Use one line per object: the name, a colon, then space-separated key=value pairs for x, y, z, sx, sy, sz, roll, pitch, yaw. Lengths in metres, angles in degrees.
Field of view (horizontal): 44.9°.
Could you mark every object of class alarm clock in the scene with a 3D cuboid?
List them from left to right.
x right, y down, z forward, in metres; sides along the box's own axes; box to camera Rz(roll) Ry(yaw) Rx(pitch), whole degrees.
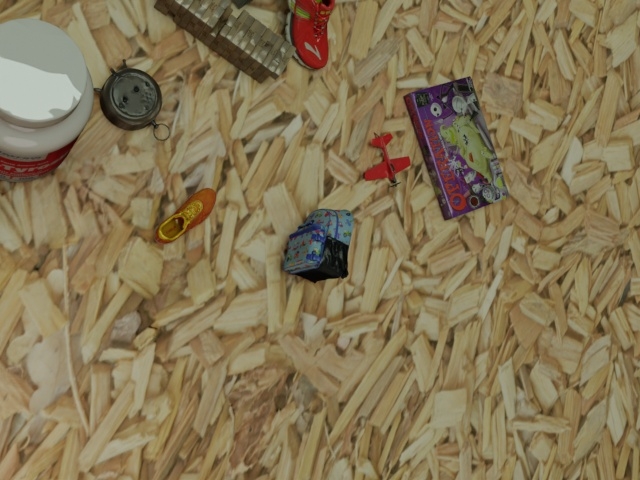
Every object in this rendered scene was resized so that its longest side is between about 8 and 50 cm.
alarm clock: x=-0.400 y=-0.296 z=1.699 sx=0.192 sy=0.064 sz=0.129 roll=48 pitch=66 yaw=-16

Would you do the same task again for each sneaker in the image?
sneaker: x=-0.291 y=-0.052 z=1.714 sx=0.064 sy=0.067 sz=0.175 roll=47 pitch=65 yaw=-11
sneaker: x=-0.016 y=-0.539 z=1.842 sx=0.107 sy=0.118 sz=0.279 roll=-27 pitch=123 yaw=-32

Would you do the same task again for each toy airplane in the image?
toy airplane: x=0.171 y=-0.209 z=1.976 sx=0.151 sy=0.028 sz=0.151 roll=4 pitch=81 yaw=-27

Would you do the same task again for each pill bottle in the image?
pill bottle: x=-0.547 y=-0.252 z=1.427 sx=0.228 sy=0.407 sz=0.229 roll=3 pitch=82 yaw=-25

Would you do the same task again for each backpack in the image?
backpack: x=0.000 y=0.000 z=1.796 sx=0.116 sy=0.158 sz=0.173 roll=23 pitch=72 yaw=-29

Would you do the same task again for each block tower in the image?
block tower: x=-0.226 y=-0.495 z=1.789 sx=0.335 sy=0.097 sz=0.091 roll=33 pitch=71 yaw=-16

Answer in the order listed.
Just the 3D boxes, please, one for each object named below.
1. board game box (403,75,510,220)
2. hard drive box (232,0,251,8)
board game box: x=0.366 y=-0.248 z=2.066 sx=0.208 sy=0.056 sz=0.347 roll=-20 pitch=92 yaw=-22
hard drive box: x=-0.186 y=-0.702 z=1.834 sx=0.181 sy=0.089 sz=0.232 roll=-41 pitch=102 yaw=-24
